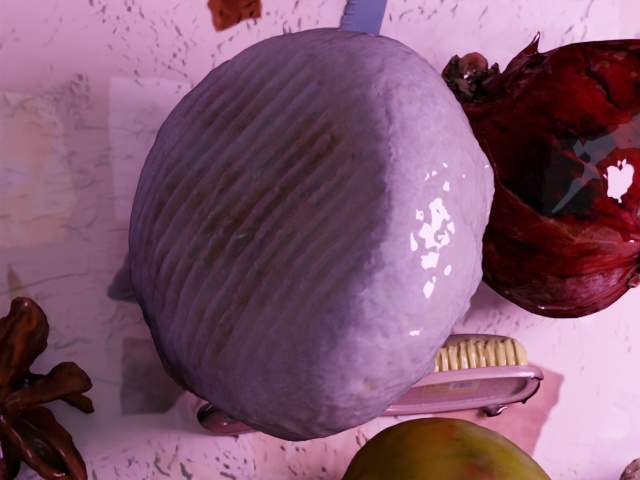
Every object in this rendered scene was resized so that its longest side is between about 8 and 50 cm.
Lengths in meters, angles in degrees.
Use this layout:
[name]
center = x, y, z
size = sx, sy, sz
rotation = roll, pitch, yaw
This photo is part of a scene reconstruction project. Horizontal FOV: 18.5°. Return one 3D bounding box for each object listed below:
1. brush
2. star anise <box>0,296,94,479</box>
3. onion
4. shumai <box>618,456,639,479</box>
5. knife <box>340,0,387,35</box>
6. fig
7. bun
[brush]
center = 0.043, 0.127, 1.761
size = 0.313, 0.072, 0.067
rotation = -7, 57, -8
[star anise]
center = -0.279, 0.127, 1.674
size = 0.196, 0.111, 0.212
rotation = -13, 112, 7
[onion]
center = 0.237, -0.066, 1.731
size = 0.281, 0.221, 0.280
rotation = -6, 77, 27
[shumai]
center = 0.301, 0.293, 1.743
size = 0.120, 0.201, 0.201
rotation = -33, 84, 26
[knife]
center = 0.020, -0.121, 1.827
size = 0.045, 0.019, 0.313
rotation = 13, 75, 4
[fig]
center = 0.120, 0.261, 1.667
size = 0.230, 0.207, 0.207
rotation = 25, 75, -3
[bun]
center = 0.000, 0.000, 1.651
size = 0.211, 0.362, 0.361
rotation = 29, 71, -43
